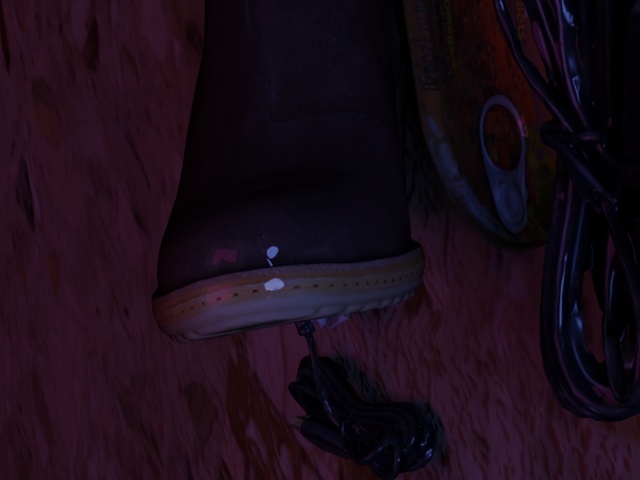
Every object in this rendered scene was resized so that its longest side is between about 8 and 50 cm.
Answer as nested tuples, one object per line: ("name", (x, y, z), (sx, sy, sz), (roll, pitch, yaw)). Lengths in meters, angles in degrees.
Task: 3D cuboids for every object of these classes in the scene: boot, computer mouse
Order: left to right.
("boot", (-0.022, -0.083, 0.669), (0.248, 0.090, 0.207), (-56, -44, -77))
("computer mouse", (0.000, 0.000, 0.831), (0.106, 0.042, 0.193), (-167, 62, -69))
("computer mouse", (0.134, -0.025, 0.488), (0.272, 0.072, 0.188), (-157, 60, -67))

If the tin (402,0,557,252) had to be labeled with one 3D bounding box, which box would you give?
("tin", (0.064, -0.092, 0.652), (0.106, 0.040, 0.190), (-168, 68, -69))
